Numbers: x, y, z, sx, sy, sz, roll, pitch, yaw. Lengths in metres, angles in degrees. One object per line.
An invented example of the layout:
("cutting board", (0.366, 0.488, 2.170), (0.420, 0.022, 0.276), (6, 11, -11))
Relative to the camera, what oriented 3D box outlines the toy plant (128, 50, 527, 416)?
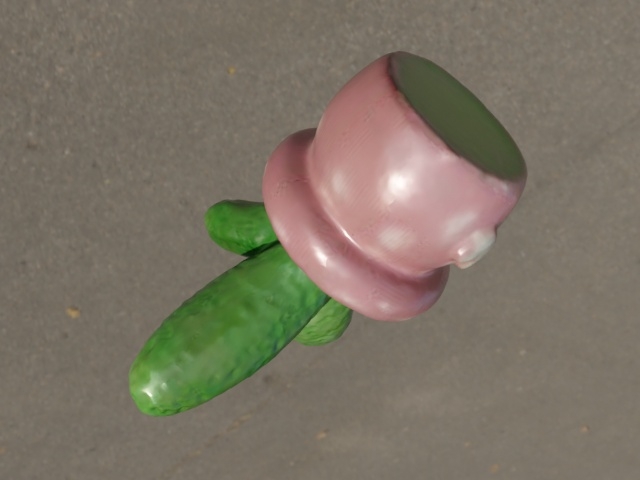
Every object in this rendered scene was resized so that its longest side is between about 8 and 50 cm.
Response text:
("toy plant", (0.006, 0.000, 0.908), (0.356, 0.211, 0.317), (-39, 170, 30))
